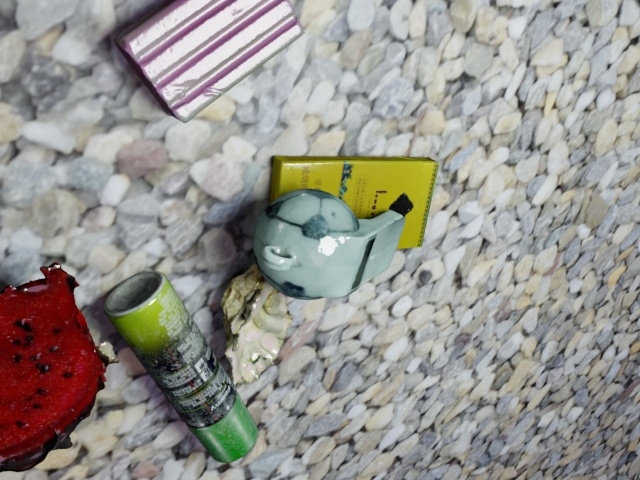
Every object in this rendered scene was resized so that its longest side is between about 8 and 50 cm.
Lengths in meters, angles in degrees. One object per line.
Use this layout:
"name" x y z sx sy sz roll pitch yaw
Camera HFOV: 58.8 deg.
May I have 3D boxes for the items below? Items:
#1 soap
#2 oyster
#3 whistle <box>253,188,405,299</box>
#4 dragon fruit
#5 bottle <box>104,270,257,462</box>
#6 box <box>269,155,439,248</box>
"soap" -0.132 -0.250 0.691 0.203 0.065 0.122 -38 124 -9
"oyster" -0.109 0.132 0.874 0.133 0.072 0.209 -39 143 -27
"whistle" 0.000 0.000 0.798 0.289 0.163 0.164 -22 129 -63
"dragon fruit" -0.431 0.178 0.694 0.343 0.100 0.282 -21 121 -16
"bottle" -0.193 0.197 0.836 0.093 0.093 0.330 -31 122 -14
"box" 0.053 -0.054 0.891 0.278 0.041 0.153 -4 114 -27
